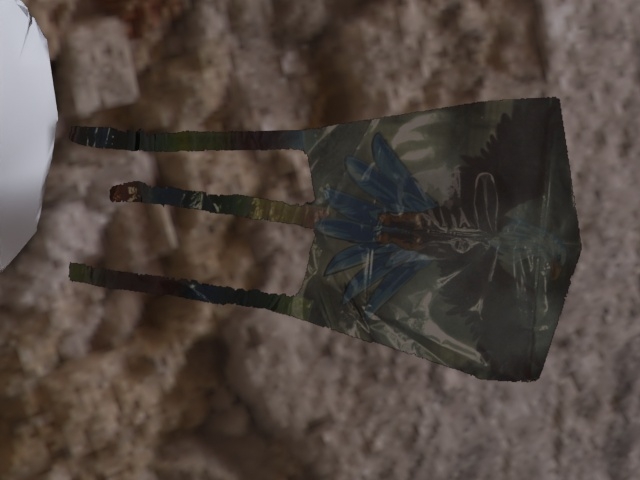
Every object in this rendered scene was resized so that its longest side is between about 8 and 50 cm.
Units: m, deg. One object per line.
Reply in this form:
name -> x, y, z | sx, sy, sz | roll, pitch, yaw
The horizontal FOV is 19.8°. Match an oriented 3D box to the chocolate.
chocolate -> -0.505, -0.120, 1.926 | 0.331, 0.383, 0.384 | 9, -70, 17

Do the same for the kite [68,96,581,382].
kite -> 0.000, 0.000, 1.094 | 0.310, 0.015, 0.169 | 0, -94, 7
